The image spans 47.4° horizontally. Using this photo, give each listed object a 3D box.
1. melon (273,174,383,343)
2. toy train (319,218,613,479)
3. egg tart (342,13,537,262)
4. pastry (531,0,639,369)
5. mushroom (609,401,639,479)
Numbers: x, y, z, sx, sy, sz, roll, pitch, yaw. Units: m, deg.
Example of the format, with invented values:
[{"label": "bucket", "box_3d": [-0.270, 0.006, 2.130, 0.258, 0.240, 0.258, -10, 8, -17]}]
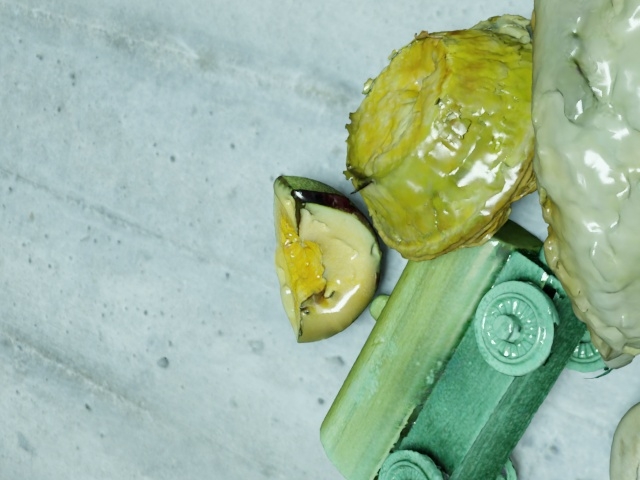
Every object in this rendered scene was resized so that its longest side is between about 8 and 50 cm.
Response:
[{"label": "melon", "box_3d": [0.000, 0.000, 0.658, 0.128, 0.079, 0.160, -122, 25, -52]}, {"label": "toy train", "box_3d": [0.117, 0.111, 0.611, 0.189, 0.127, 0.307, 49, 120, 49]}, {"label": "egg tart", "box_3d": [0.087, -0.086, 0.546, 0.213, 0.090, 0.212, -40, 36, 37]}, {"label": "pastry", "box_3d": [0.211, -0.078, 0.415, 0.137, 0.330, 0.329, -2, 96, 31]}, {"label": "mushroom", "box_3d": [0.284, 0.173, 0.514, 0.154, 0.122, 0.154, 7, 107, 24]}]
